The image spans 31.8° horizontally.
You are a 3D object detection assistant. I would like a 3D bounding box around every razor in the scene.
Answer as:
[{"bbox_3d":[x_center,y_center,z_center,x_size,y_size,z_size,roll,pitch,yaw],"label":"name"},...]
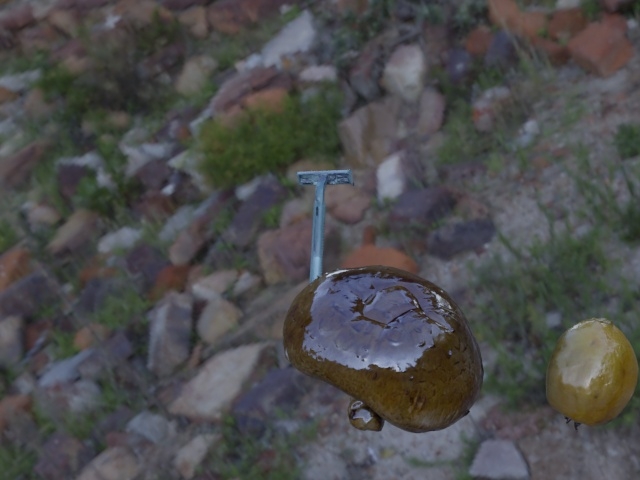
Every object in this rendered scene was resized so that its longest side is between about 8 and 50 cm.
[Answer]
[{"bbox_3d":[-0.002,-0.002,1.614,0.084,0.036,0.211,-2,71,19],"label":"razor"}]

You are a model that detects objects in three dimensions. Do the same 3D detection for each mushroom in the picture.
[{"bbox_3d":[0.074,0.103,1.233,0.231,0.138,0.194,22,56,13],"label":"mushroom"}]

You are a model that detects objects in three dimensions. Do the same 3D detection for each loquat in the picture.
[{"bbox_3d":[0.538,0.268,2.232,0.176,0.187,0.234,15,92,41],"label":"loquat"}]
